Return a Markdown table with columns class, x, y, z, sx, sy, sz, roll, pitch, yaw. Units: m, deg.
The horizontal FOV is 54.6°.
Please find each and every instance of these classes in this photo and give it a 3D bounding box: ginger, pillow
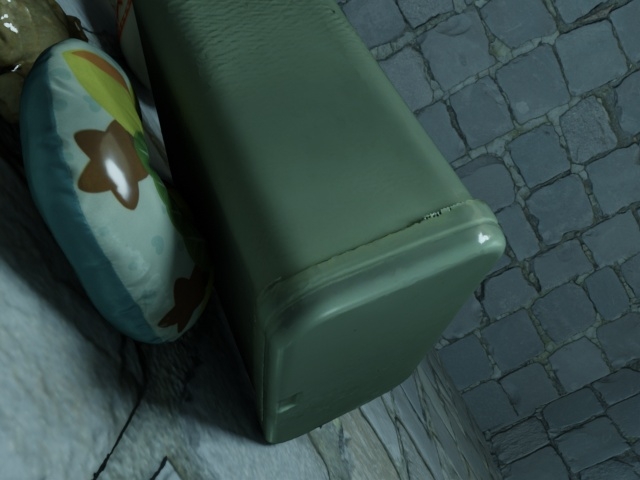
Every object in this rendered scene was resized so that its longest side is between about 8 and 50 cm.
| class | x | y | z | sx | sy | sz | roll | pitch | yaw |
| --- | --- | --- | --- | --- | --- | --- | --- | --- | --- |
| ginger | -0.236 | -0.146 | 0.477 | 0.149 | 0.065 | 0.258 | 66 | 8 | 7 |
| pillow | -0.148 | -0.035 | 0.472 | 0.214 | 0.086 | 0.233 | -110 | 180 | -56 |

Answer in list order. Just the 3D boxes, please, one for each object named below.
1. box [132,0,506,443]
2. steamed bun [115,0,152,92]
| class | x | y | z | sx | sy | sz | roll | pitch | yaw |
| --- | --- | --- | --- | --- | --- | --- | --- | --- | --- |
| box | -0.030 | -0.032 | 0.584 | 0.352 | 0.177 | 0.344 | 99 | -32 | -61 |
| steamed bun | -0.184 | -0.297 | 0.795 | 0.145 | 0.232 | 0.232 | 19 | 24 | -14 |
